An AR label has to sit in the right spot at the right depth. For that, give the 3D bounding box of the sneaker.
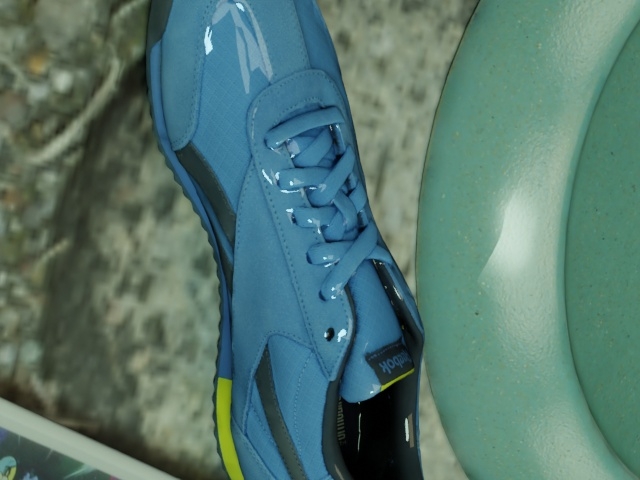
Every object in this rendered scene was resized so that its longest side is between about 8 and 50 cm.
[{"bbox_3d":[0.000,0.000,0.588,0.069,0.082,0.209,-21,111,-34],"label":"sneaker"}]

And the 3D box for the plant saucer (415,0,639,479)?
[{"bbox_3d":[0.169,-0.011,0.755,0.317,0.043,0.317,-11,107,-39],"label":"plant saucer"}]

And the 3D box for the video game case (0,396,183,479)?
[{"bbox_3d":[-0.082,0.161,0.582,0.201,0.023,0.183,32,75,-39],"label":"video game case"}]
